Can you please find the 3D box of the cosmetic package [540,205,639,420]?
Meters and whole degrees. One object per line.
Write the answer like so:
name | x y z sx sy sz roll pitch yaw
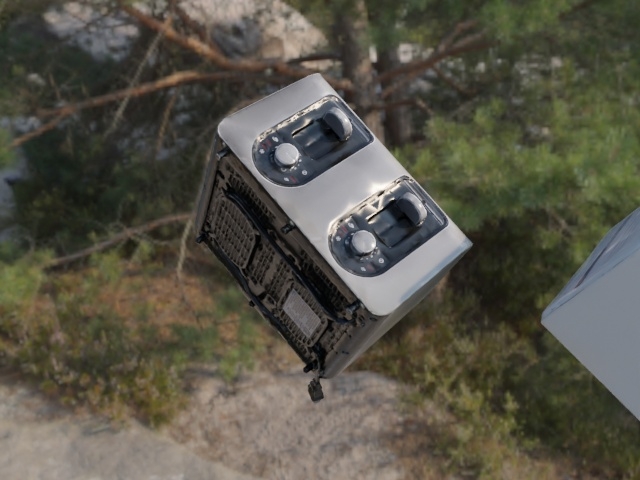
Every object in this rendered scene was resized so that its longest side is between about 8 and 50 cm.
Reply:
cosmetic package | 0.314 0.046 0.584 0.224 0.224 0.138 46 51 5

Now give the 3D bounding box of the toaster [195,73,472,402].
toaster | 0.000 0.000 0.647 0.110 0.185 0.168 -35 77 -25
